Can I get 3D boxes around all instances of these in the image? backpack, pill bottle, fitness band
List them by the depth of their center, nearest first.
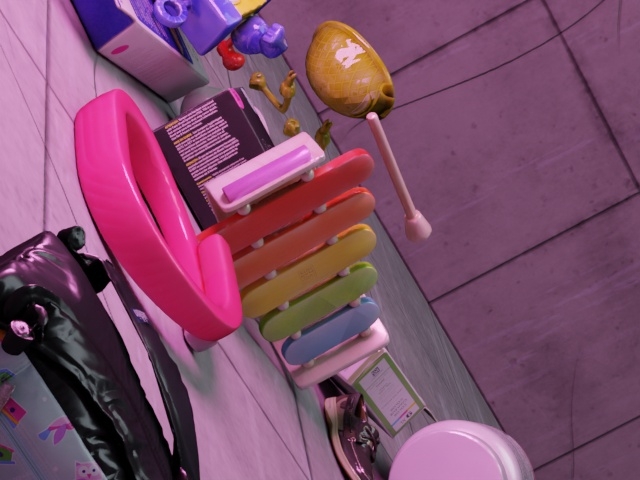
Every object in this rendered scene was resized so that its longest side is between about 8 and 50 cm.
[{"bbox_3d":[-0.140,0.098,1.045,0.182,0.115,0.152,62,18,-8],"label":"backpack"},{"bbox_3d":[-0.147,-0.020,1.762,0.209,0.054,0.291,55,8,-28],"label":"fitness band"},{"bbox_3d":[0.167,0.296,2.375,0.160,0.160,0.283,63,7,11],"label":"pill bottle"}]

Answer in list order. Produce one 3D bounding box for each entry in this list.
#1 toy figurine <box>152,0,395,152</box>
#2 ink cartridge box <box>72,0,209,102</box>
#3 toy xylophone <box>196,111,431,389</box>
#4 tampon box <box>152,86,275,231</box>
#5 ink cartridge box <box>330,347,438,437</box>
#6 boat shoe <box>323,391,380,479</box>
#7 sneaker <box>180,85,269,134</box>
[{"bbox_3d":[-0.108,-0.237,2.189,0.362,0.191,0.217,56,37,5],"label":"toy figurine"},{"bbox_3d":[-0.220,-0.269,2.135,0.176,0.069,0.371,64,4,11],"label":"ink cartridge box"},{"bbox_3d":[0.000,0.000,2.042,0.081,0.236,0.323,55,-2,42],"label":"toy xylophone"},{"bbox_3d":[-0.094,-0.073,2.131,0.161,0.101,0.120,61,6,-3],"label":"tampon box"},{"bbox_3d":[0.057,0.165,2.362,0.109,0.062,0.209,41,-7,35],"label":"ink cartridge box"},{"bbox_3d":[0.040,0.218,2.201,0.056,0.049,0.152,56,8,-38],"label":"boat shoe"},{"bbox_3d":[-0.085,-0.073,2.281,0.232,0.090,0.115,57,11,-29],"label":"sneaker"}]
